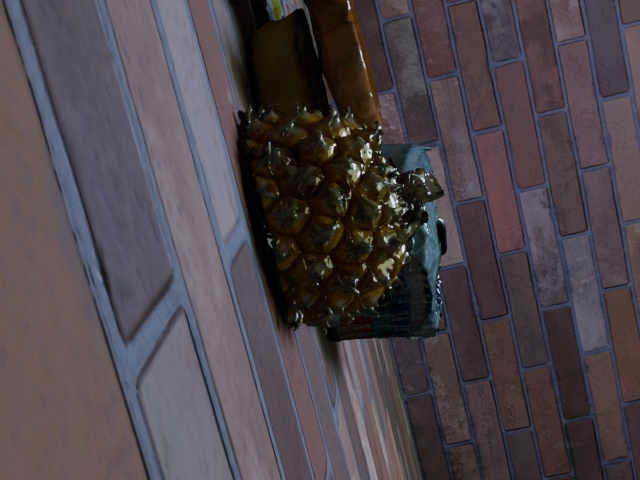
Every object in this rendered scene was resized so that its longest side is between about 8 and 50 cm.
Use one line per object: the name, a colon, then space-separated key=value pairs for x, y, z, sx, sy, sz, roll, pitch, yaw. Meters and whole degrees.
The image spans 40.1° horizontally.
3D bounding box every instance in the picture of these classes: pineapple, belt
pineapple: x=0.027 y=-0.025 z=0.660 sx=0.161 sy=0.137 sz=0.176 roll=62 pitch=15 yaw=-73
belt: x=0.061 y=0.006 z=0.945 sx=0.257 sy=0.150 sz=0.207 roll=64 pitch=24 yaw=-67

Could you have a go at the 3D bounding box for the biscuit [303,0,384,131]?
biscuit: x=0.017 y=-0.196 z=0.854 sx=0.334 sy=0.047 sz=0.202 roll=-21 pitch=97 yaw=-83

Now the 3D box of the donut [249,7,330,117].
donut: x=-0.027 y=-0.141 z=0.825 sx=0.152 sy=0.058 sz=0.152 roll=-13 pitch=90 yaw=-84

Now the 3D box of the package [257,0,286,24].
package: x=-0.052 y=-0.258 z=1.041 sx=0.171 sy=0.027 sz=0.173 roll=72 pitch=10 yaw=-45
